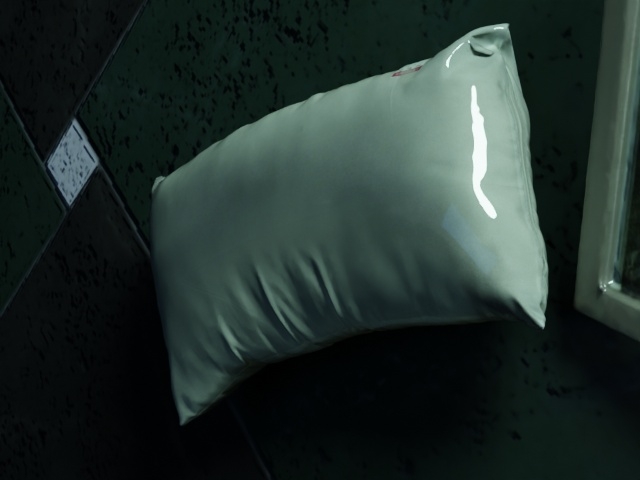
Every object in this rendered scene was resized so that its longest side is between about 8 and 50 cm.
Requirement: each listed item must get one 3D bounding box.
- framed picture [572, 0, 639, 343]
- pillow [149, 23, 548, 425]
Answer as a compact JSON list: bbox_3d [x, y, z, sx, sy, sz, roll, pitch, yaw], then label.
[{"bbox_3d":[0.181,-0.084,0.400,0.240,0.020,0.324,32,126,51],"label":"framed picture"},{"bbox_3d":[0.000,0.001,0.615,0.254,0.078,0.144,-20,73,41],"label":"pillow"}]
